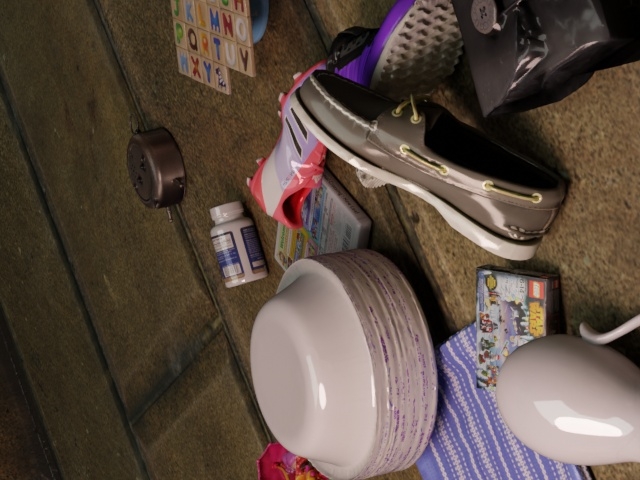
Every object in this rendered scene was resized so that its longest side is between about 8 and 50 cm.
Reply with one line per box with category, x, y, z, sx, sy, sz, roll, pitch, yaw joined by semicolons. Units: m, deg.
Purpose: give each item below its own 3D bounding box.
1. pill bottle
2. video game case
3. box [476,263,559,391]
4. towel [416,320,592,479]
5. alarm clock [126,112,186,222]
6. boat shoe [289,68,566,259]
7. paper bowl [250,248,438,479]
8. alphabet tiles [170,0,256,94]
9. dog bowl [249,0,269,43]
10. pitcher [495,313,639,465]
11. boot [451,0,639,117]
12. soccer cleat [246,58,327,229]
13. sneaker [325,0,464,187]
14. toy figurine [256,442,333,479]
pill bottle;-0.124;0.005;2.176;0.067;0.067;0.120;-18;88;64
video game case;0.000;0.000;1.979;0.193;0.023;0.212;51;146;39
box;0.210;0.099;1.569;0.094;0.027;0.137;8;105;42
towel;0.185;0.228;1.725;0.243;0.040;0.336;68;153;11
alarm clock;-0.281;-0.132;2.419;0.192;0.064;0.129;64;152;27
boat shoe;0.111;-0.098;1.518;0.305;0.109;0.091;33;124;9
paper bowl;0.014;0.158;1.819;0.284;0.148;0.284;30;125;56
alphabet tiles;-0.148;-0.296;1.953;0.237;0.009;0.198;30;130;55
dog bowl;-0.139;-0.399;1.971;0.166;0.074;0.297;44;141;46
pitcher;0.277;0.138;1.427;0.207;0.125;0.177;14;97;49
boot;0.127;-0.329;1.434;0.445;0.146;0.367;67;155;4
soccer cleat;-0.017;-0.122;1.869;0.095;0.083;0.248;47;133;21
sneaker;0.064;-0.199;1.652;0.146;0.102;0.293;60;151;28
toy figurine;-0.033;0.352;2.166;0.173;0.130;0.159;-59;39;28
